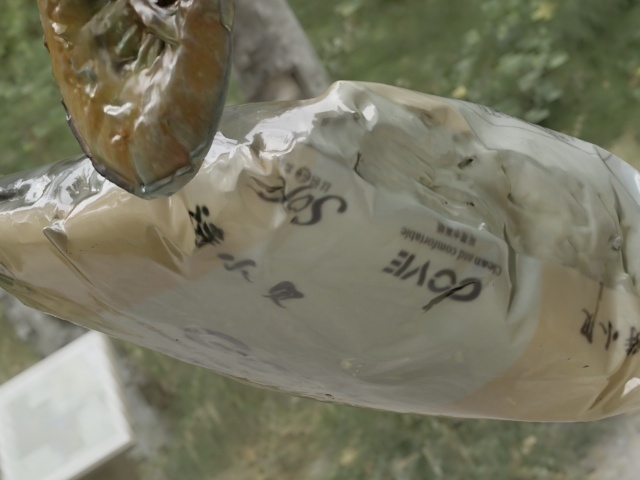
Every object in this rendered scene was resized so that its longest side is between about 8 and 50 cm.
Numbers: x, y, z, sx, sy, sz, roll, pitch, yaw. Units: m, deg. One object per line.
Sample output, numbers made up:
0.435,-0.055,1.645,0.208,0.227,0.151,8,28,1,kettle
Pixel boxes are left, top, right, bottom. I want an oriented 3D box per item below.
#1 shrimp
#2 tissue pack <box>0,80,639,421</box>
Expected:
-0.076,-0.140,0.716,0.052,0.251,0.143,-17,14,-34,shrimp
0.000,0.000,1.140,0.376,0.195,0.390,18,-14,-35,tissue pack
